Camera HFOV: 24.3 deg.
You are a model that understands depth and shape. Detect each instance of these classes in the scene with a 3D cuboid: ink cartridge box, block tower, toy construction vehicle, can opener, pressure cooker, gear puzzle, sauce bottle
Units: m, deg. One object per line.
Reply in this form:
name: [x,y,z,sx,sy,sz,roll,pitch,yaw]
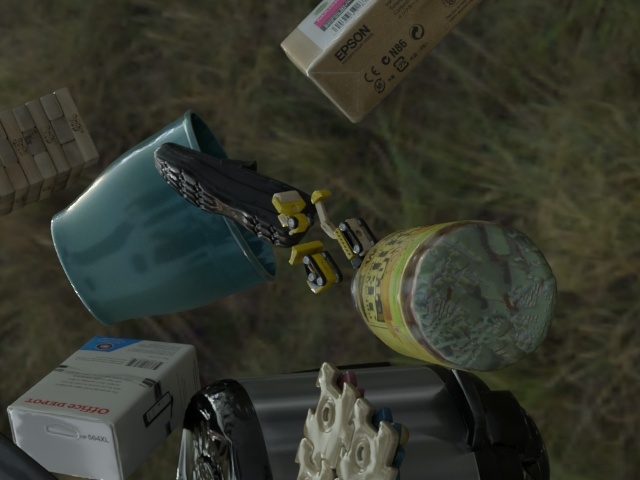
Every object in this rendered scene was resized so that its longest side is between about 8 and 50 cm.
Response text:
ink cartridge box: [-0.255,0.198,1.790,0.148,0.203,0.086,5,115,24]
block tower: [-0.412,-0.054,1.607,0.091,0.335,0.097,64,161,6]
ink cartridge box: [0.076,-0.255,1.654,0.235,0.088,0.193,-45,19,4]
toy construction vehicle: [0.000,0.000,1.299,0.098,0.086,0.035,56,135,20]
can opener: [-0.347,0.192,1.566,0.283,0.076,0.095,37,74,7]
pressure cooker: [0.062,0.333,1.752,0.370,0.420,0.375,163,104,-73]
gear puzzle: [0.010,0.297,1.383,0.175,0.044,0.339,40,119,59]
sauce bottle: [0.087,0.043,1.188,0.344,0.111,0.111,165,110,-80]

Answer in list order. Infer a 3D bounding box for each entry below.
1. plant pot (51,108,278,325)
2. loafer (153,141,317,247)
plant pot: [-0.235,-0.012,2.134,0.255,0.271,0.272,-26,58,5]
loafer: [-0.107,-0.069,1.879,0.223,0.078,0.076,27,152,14]
